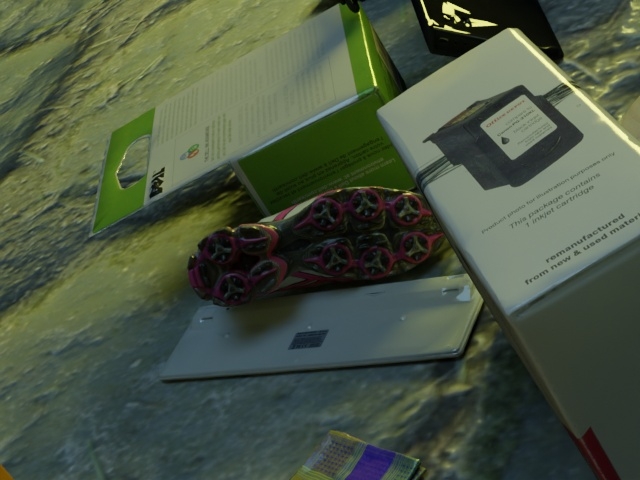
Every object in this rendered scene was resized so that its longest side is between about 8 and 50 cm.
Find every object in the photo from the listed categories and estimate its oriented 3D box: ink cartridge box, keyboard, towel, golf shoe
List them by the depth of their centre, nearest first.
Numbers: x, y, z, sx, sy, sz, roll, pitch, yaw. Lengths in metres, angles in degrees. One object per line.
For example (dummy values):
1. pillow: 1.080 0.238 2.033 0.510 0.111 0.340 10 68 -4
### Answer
1. ink cartridge box: 0.133 0.014 0.654 0.100 0.172 0.237 -31 29 5
2. towel: 0.016 0.142 0.737 0.060 0.009 0.083 -46 32 -24
3. keyboard: -0.004 0.063 0.874 0.256 0.014 0.072 -9 42 35
4. golf shoe: 0.000 0.000 0.905 0.186 0.067 0.086 -11 2 10
5. ink cartridge box: -0.053 -0.074 1.039 0.255 0.097 0.189 -27 30 12
6. keyboard: 0.087 -0.241 1.107 0.202 0.033 0.317 10 33 -12

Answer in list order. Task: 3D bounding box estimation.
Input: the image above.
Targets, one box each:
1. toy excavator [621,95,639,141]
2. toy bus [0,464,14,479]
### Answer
1. toy excavator: 0.369 -0.210 0.762 0.433 0.222 0.445 -22 40 20
2. toy bus: -0.141 0.183 0.495 0.130 0.332 0.108 -25 30 11
